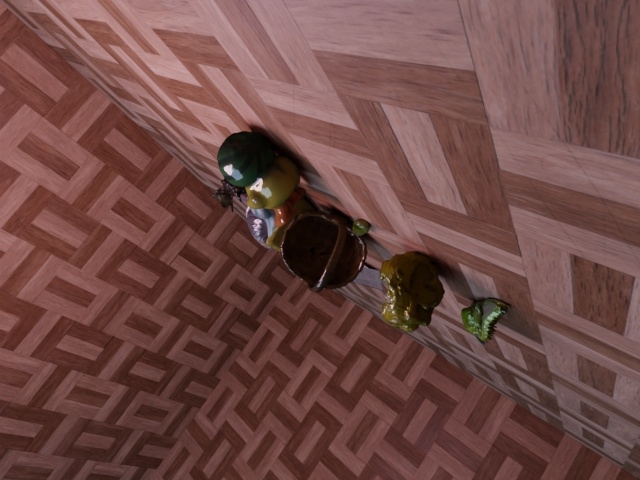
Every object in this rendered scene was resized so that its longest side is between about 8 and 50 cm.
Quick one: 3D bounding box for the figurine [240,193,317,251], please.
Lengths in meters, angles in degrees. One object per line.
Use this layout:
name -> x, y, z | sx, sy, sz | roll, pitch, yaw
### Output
figurine -> -0.250, -0.138, 1.869 | 0.377, 0.266, 0.361 | 21, 153, 39

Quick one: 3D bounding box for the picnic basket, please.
picnic basket -> 0.019, 0.048, 1.652 | 0.337, 0.293, 0.337 | 25, -173, -3

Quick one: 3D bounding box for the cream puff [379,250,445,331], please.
cream puff -> 0.306, 0.165, 1.469 | 0.185, 0.282, 0.282 | -2, 150, 30

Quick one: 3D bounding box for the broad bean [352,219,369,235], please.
broad bean -> 0.144, -0.047, 1.591 | 0.063, 0.045, 0.083 | 34, 163, 4

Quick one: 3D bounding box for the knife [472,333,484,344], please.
knife -> 0.694, 0.422, 2.011 | 0.210, 0.015, 0.028 | 45, 173, -40

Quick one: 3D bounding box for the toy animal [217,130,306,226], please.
toy animal -> -0.179, -0.219, 1.478 | 0.191, 0.216, 0.338 | -16, 130, 43

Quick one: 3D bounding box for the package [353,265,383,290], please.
package -> 0.196, 0.162, 2.273 | 0.251, 0.062, 0.204 | 27, 158, 29

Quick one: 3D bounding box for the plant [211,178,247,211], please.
plant -> -0.403, -0.241, 2.095 | 0.142, 0.203, 0.131 | 31, 178, 0

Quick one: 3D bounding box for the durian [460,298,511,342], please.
durian -> 0.549, 0.272, 1.536 | 0.132, 0.106, 0.375 | 40, 167, 12
